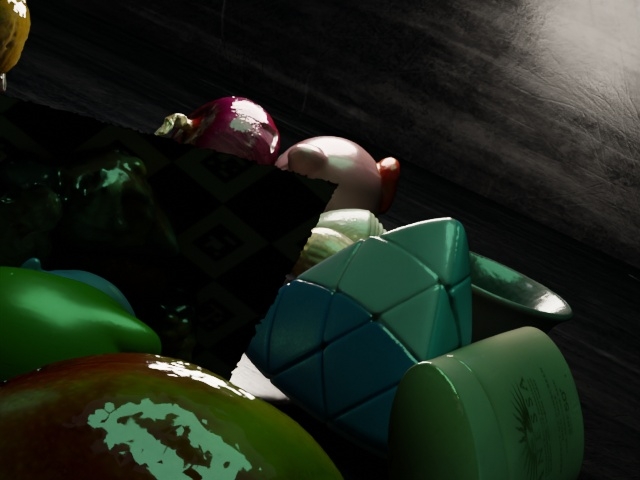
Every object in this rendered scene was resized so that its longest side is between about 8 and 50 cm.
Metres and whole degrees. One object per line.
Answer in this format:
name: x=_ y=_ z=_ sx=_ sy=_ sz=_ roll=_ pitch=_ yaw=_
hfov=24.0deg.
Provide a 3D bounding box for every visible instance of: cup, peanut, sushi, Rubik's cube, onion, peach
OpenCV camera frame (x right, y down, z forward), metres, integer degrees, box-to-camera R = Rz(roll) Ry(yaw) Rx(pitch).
cup: x=0.161 y=0.105 z=1.676 sx=0.199 sy=0.150 sz=0.199 roll=21 pitch=12 yaw=-5
peanut: x=0.053 y=0.048 z=1.898 sx=0.206 sy=0.087 sz=0.087 roll=27 pitch=12 yaw=17
sushi: x=-0.166 y=0.044 z=1.148 sx=0.294 sy=0.292 sz=0.059 roll=14 pitch=40 yaw=-23
Rubik's cube: x=0.082 y=0.098 z=1.407 sx=0.254 sy=0.254 sz=0.254 roll=21 pitch=12 yaw=-5
onion: x=-0.140 y=-0.122 z=2.085 sx=0.153 sy=0.177 sz=0.177 roll=62 pitch=10 yaw=-6
peach: x=-0.094 y=0.167 z=0.740 sx=0.231 sy=0.231 sz=0.231 roll=21 pitch=12 yaw=-5

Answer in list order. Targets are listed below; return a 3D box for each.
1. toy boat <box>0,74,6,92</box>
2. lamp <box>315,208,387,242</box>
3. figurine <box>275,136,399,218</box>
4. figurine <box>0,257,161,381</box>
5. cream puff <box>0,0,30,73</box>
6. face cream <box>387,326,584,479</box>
toy boat: x=-0.504 y=-0.245 z=2.260 sx=0.060 sy=0.060 sz=0.137 roll=-5 pitch=23 yaw=-8
lamp: x=0.000 y=0.000 z=2.004 sx=0.193 sy=0.106 sz=0.106 roll=12 pitch=13 yaw=-5
figurine: x=0.004 y=-0.065 z=2.118 sx=0.173 sy=0.173 sz=0.173 roll=21 pitch=12 yaw=-5
figurine: x=-0.240 y=0.081 z=1.045 sx=0.263 sy=0.162 sz=0.143 roll=14 pitch=18 yaw=7
cream puff: x=-0.508 y=-0.244 z=1.811 sx=0.343 sy=0.231 sz=0.327 roll=22 pitch=5 yaw=30
face cream: x=0.152 y=0.176 z=1.341 sx=0.081 sy=0.174 sz=0.348 roll=-12 pitch=-3 yaw=24
